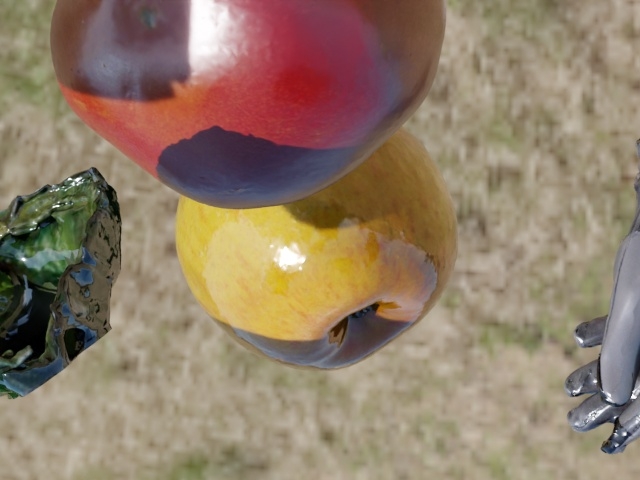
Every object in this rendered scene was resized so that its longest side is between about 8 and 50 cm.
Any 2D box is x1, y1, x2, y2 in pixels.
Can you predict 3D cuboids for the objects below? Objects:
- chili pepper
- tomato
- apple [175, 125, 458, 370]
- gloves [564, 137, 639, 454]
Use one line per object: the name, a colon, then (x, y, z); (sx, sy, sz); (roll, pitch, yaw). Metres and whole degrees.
chili pepper: (-0.222, 0.065, 1.114); (0.264, 0.116, 0.148); (-35, 173, -8)
tomato: (-0.056, -0.166, 1.247); (0.298, 0.299, 0.226); (-14, -179, 28)
apple: (0.000, 0.000, 1.907); (0.299, 0.275, 0.299); (-19, 139, -18)
gloves: (0.276, 0.044, 1.506); (0.119, 0.285, 0.142); (23, -165, 24)
